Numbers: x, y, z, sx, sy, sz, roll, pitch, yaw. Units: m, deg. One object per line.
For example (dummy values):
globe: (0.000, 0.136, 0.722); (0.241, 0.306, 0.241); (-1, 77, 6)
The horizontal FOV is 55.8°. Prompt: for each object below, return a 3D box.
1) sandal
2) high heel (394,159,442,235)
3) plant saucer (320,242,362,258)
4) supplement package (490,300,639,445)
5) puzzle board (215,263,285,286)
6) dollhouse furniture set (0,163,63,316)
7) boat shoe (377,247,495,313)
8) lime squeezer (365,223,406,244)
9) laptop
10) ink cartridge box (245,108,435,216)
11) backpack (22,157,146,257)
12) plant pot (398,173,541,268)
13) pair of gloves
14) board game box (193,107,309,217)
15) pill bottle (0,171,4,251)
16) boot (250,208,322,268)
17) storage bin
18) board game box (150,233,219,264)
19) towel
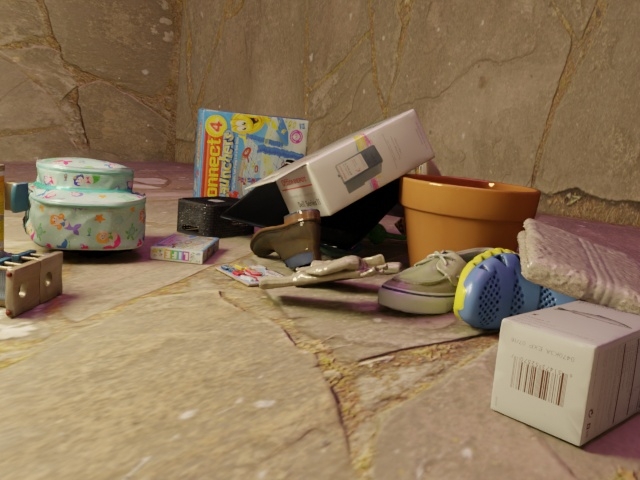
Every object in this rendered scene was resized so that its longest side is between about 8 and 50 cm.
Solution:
sandal: (0.347, 0.086, 0.953); (0.317, 0.126, 0.138); (-2, 17, -31)
high heel: (0.252, -0.123, 1.677); (0.093, 0.262, 0.186); (-31, 25, -34)
plant saucer: (0.037, 0.011, 1.388); (0.119, 0.021, 0.119); (11, 27, -5)
supplement package: (0.285, 0.136, 0.667); (0.179, 0.105, 0.105); (-3, 11, -43)
puzzle board: (-0.124, 0.061, 1.122); (0.096, 0.011, 0.128); (-2, 13, -37)
dollhouse furniture set: (-0.447, -0.007, 0.832); (0.129, 0.184, 0.129); (6, 10, 4)
boat shoe: (0.213, 0.063, 1.060); (0.302, 0.094, 0.109); (-5, 14, -44)
lime squeezer: (0.101, -0.023, 1.585); (0.310, 0.059, 0.110); (2, 11, -16)
laptop: (0.047, -0.052, 1.510); (0.381, 0.237, 0.408); (15, -13, 34)
ink cartridge box: (0.038, -0.144, 1.287); (0.353, 0.119, 0.207); (-29, 12, -21)
backpack: (-0.454, -0.063, 1.177); (0.225, 0.191, 0.253); (1, 16, -29)
plant pot: (0.303, -0.024, 1.285); (0.290, 0.204, 0.291); (5, 10, -1)
pair of gloves: (0.025, 0.049, 1.022); (0.204, 0.042, 0.240); (-8, -4, 19)
board game box: (-0.201, -0.206, 1.721); (0.301, 0.309, 0.086); (1, 13, -21)
pill bottle: (-0.570, -0.059, 0.965); (0.117, 0.215, 0.117); (6, 10, -1)
boot: (-0.073, 0.022, 1.213); (0.082, 0.106, 0.219); (3, -21, -36)
storage bin: (-0.259, -0.061, 1.518); (0.122, 0.085, 0.180); (13, 12, 34)
board game box: (-0.276, 0.015, 1.247); (0.103, 0.026, 0.154); (6, 10, 2)
towel: (0.378, 0.041, 0.872); (0.187, 0.049, 0.282); (22, 18, 13)
